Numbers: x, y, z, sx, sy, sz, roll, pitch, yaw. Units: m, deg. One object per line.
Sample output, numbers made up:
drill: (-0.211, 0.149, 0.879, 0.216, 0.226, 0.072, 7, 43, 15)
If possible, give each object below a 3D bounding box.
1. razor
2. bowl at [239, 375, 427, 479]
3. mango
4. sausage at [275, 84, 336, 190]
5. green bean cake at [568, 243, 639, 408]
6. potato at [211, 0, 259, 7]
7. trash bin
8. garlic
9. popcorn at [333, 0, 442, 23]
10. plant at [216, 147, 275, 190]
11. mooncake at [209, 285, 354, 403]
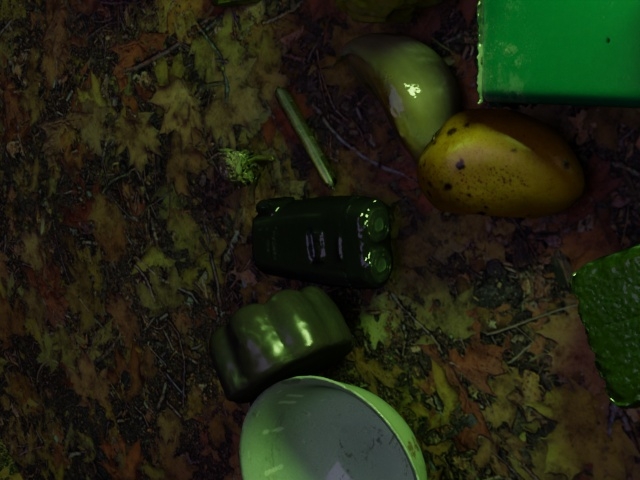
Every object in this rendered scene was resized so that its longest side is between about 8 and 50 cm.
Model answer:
razor: (0.002, -0.001, 1.791, 0.326, 0.107, 0.189, 4, 100, 40)
bowl: (0.063, 0.447, 1.743, 0.434, 0.196, 0.435, 11, 109, 33)
mango: (0.307, -0.129, 1.491, 0.290, 0.160, 0.191, 11, 107, 26)
sausage: (-0.032, -0.217, 1.833, 0.033, 0.032, 0.269, -39, 73, 36)
green bean cake: (0.542, 0.116, 1.338, 0.249, 0.156, 0.247, -24, 81, 39)
potato: (-0.178, -0.566, 1.886, 0.197, 0.054, 0.120, -13, 91, 40)
trash bin: (0.429, -0.295, 1.295, 0.381, 0.295, 0.259, 5, 100, 44)
garlic: (0.118, -0.294, 1.638, 0.338, 0.151, 0.196, 48, 139, 23)
popcorn: (0.120, -0.494, 1.563, 0.259, 0.259, 0.212, 57, 151, 17)
plant: (-0.166, -0.175, 1.923, 0.117, 0.121, 0.105, -120, 9, -47)
mooncake: (-0.081, 0.211, 1.771, 0.306, 0.306, 0.154, -43, 67, 35)
